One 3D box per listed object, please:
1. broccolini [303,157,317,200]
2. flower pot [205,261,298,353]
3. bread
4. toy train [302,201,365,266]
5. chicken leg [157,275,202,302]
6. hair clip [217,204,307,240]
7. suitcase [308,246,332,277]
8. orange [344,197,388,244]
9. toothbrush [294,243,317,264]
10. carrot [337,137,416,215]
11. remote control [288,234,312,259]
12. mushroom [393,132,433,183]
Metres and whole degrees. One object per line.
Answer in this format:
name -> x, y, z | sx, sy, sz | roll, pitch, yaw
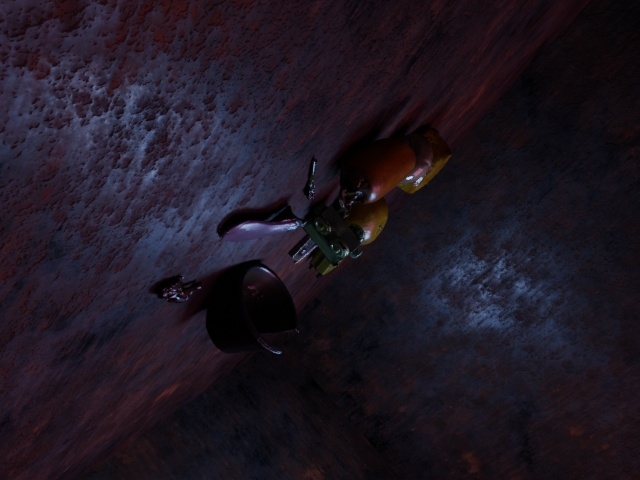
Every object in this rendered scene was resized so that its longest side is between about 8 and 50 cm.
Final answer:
broccolini -> -0.027, -0.207, 1.367 | 0.042, 0.044, 0.218 | -23, 156, -19
flower pot -> -0.292, 0.291, 1.608 | 0.251, 0.380, 0.379 | -26, 175, 22
bread -> 0.508, -0.400, 2.090 | 0.358, 0.204, 0.337 | -29, 156, -46
toy train -> 0.059, -0.032, 1.713 | 0.159, 0.272, 0.188 | -41, -175, -29
chicken leg -> -0.424, 0.152, 1.229 | 0.093, 0.053, 0.205 | -57, 174, -8
hair clip -> -0.186, -0.044, 1.301 | 0.358, 0.110, 0.096 | -22, 115, -52
suitcase -> 0.048, 0.081, 2.338 | 0.193, 0.143, 0.235 | -30, 163, -47
orange -> 0.189, -0.117, 1.921 | 0.279, 0.235, 0.279 | -54, 164, -23
toothbrush -> 0.000, 0.000, 2.173 | 0.375, 0.037, 0.028 | -41, 165, -5
carrot -> 0.175, -0.247, 1.517 | 0.331, 0.214, 0.193 | -42, 140, -29
remote control -> -0.035, -0.016, 1.975 | 0.285, 0.038, 0.123 | -44, 168, 0
mushroom -> 0.370, -0.355, 1.779 | 0.255, 0.255, 0.184 | -43, 134, -4
